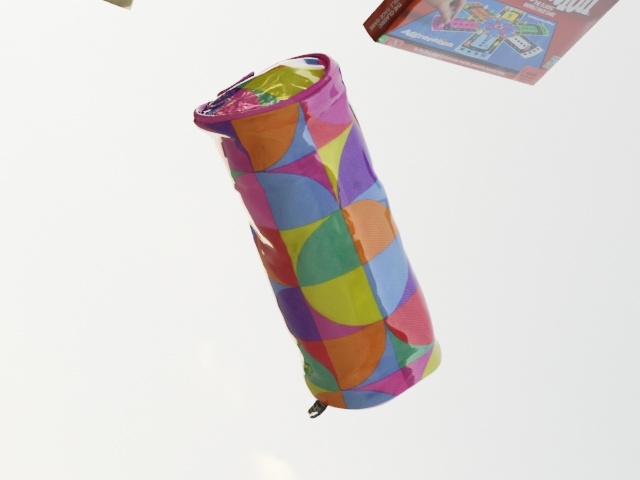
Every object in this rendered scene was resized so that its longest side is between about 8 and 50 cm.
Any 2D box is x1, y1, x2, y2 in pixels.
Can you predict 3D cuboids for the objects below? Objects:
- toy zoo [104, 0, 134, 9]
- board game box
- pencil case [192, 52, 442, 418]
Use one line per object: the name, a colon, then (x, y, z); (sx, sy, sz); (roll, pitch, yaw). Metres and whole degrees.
toy zoo: (-0.115, -0.359, 1.033); (0.030, 0.293, 0.192); (19, -19, -9)
board game box: (0.172, -0.218, 1.153); (0.145, 0.281, 0.027); (-47, -118, 27)
pencil case: (0.000, 0.000, 0.805); (0.104, 0.104, 0.236); (13, -51, 48)
